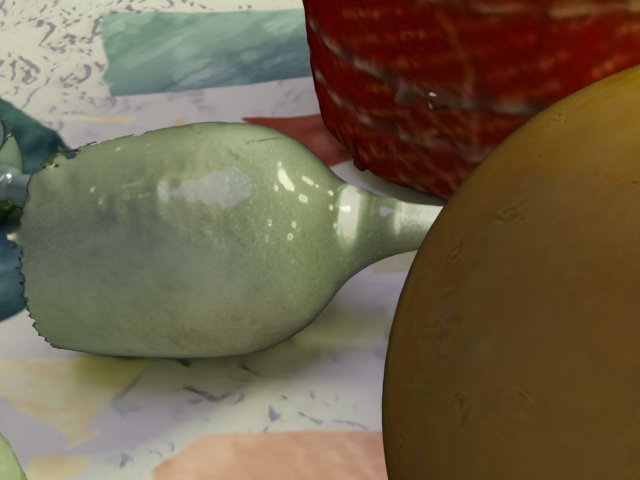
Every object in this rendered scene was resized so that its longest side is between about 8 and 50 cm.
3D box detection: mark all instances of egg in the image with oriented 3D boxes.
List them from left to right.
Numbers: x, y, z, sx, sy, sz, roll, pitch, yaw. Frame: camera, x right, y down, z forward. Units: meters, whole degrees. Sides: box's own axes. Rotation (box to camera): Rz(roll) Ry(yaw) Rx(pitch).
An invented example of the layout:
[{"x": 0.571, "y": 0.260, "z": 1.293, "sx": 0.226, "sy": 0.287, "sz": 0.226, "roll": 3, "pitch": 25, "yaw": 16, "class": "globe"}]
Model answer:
[{"x": 0.203, "y": 0.081, "z": 0.529, "sx": 0.374, "sy": 0.301, "sz": 0.301, "roll": 17, "pitch": 44, "yaw": 26, "class": "egg"}]

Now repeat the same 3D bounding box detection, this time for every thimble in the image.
[{"x": 0.154, "y": -0.182, "z": 0.928, "sx": 0.350, "sy": 0.230, "sz": 0.350, "roll": -6, "pitch": 39, "yaw": 5, "class": "thimble"}]

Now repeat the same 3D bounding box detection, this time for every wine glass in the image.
[{"x": 0.000, "y": 0.000, "z": 0.799, "sx": 0.321, "sy": 0.143, "sz": 0.143, "roll": -1, "pitch": 39, "yaw": 8, "class": "wine glass"}]

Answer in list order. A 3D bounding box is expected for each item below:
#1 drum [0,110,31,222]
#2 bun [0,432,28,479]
[{"x": -0.203, "y": -0.022, "z": 0.931, "sx": 0.253, "sy": 0.049, "sz": 0.130, "roll": 21, "pitch": 46, "yaw": 32, "class": "drum"}, {"x": -0.276, "y": 0.173, "z": 0.585, "sx": 0.354, "sy": 0.194, "sz": 0.354, "roll": -4, "pitch": 37, "yaw": 3, "class": "bun"}]
